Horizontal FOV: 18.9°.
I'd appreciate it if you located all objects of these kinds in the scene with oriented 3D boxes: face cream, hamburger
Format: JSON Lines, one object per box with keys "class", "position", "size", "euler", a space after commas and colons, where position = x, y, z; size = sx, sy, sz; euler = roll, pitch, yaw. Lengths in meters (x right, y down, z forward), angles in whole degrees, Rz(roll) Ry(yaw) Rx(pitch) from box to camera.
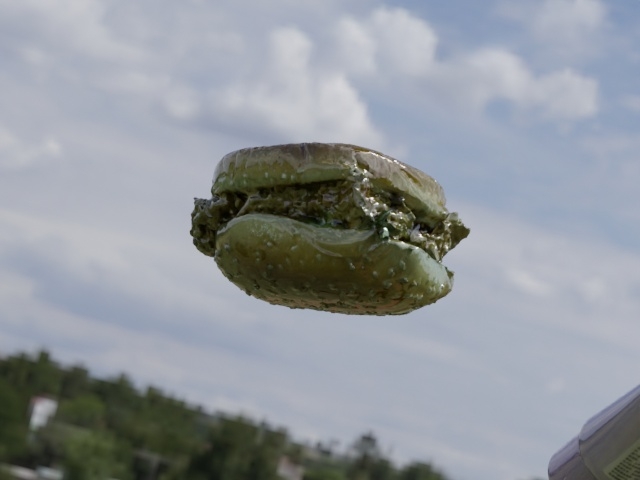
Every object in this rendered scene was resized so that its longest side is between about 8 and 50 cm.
{"class": "face cream", "position": [0.340, 0.180, 1.922], "size": [0.154, 0.096, 0.274], "euler": [6, -39, -36]}
{"class": "hamburger", "position": [0.000, 0.000, 1.578], "size": [0.215, 0.122, 0.189], "euler": [1, -15, 27]}
